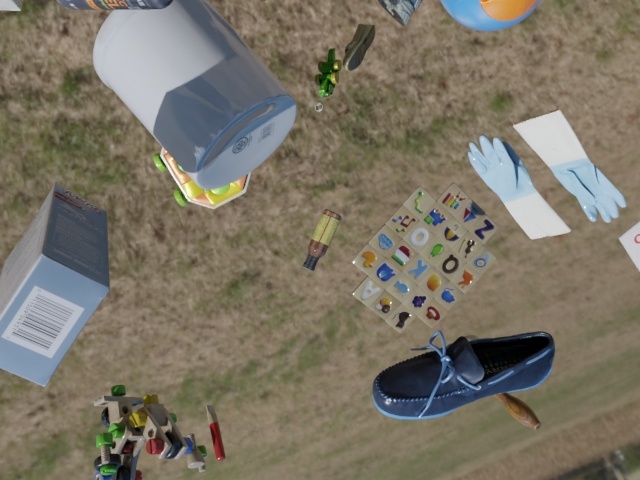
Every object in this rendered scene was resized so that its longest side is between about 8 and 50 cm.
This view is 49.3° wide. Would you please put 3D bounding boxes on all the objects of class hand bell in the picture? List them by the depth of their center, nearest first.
[{"bbox_3d":[0.384,0.325,1.517,0.126,0.242,0.126,-20,129,-27],"label":"hand bell"}]

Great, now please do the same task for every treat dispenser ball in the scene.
[{"bbox_3d":[0.438,-0.685,1.785,0.288,0.288,0.288,-19,155,-9],"label":"treat dispenser ball"}]

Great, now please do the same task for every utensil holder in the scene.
[{"bbox_3d":[-0.290,-0.358,1.645,0.327,0.385,0.327,-38,167,-10],"label":"utensil holder"}]

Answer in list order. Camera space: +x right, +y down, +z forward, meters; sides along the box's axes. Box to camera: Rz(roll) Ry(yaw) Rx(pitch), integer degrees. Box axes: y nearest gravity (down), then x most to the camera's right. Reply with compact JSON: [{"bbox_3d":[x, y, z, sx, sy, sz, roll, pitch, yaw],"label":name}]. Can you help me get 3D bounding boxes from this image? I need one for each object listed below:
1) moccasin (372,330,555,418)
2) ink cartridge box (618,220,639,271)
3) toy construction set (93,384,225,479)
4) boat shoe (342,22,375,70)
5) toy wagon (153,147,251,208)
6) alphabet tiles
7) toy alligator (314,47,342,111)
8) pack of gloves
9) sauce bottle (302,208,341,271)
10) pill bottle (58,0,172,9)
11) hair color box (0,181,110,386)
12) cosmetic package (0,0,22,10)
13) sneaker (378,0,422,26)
[{"bbox_3d":[0.254,0.216,1.246,0.341,0.138,0.117,-14,138,-15],"label":"moccasin"},{"bbox_3d":[0.577,0.043,0.963,0.168,0.233,0.171,6,141,-36],"label":"ink cartridge box"},{"bbox_3d":[-0.399,0.435,1.666,0.308,0.237,0.257,1,144,-27],"label":"toy construction set"},{"bbox_3d":[0.085,-0.474,1.703,0.153,0.048,0.056,-62,159,-25],"label":"boat shoe"},{"bbox_3d":[-0.349,-0.264,2.010,0.267,0.344,0.068,-27,-164,8],"label":"toy wagon"},{"bbox_3d":[0.243,0.045,1.609,0.285,0.011,0.342,39,97,-25],"label":"alphabet tiles"},{"bbox_3d":[0.019,-0.392,1.747,0.056,0.190,0.051,1,157,27],"label":"toy alligator"},{"bbox_3d":[0.361,-0.108,1.112,0.232,0.046,0.195,45,146,-22],"label":"pack of gloves"},{"bbox_3d":[0.000,0.000,1.425,0.042,0.042,0.128,25,92,-59],"label":"sauce bottle"},{"bbox_3d":[-0.340,-0.475,1.229,0.245,0.131,0.130,3,158,11],"label":"pill bottle"},{"bbox_3d":[-0.445,0.054,1.154,0.113,0.374,0.185,32,98,-26],"label":"hair color box"},{"bbox_3d":[-0.717,-0.663,1.496,0.160,0.310,0.113,4,171,2],"label":"cosmetic package"},{"bbox_3d":[0.174,-0.572,1.499,0.122,0.110,0.283,-48,172,7],"label":"sneaker"}]
